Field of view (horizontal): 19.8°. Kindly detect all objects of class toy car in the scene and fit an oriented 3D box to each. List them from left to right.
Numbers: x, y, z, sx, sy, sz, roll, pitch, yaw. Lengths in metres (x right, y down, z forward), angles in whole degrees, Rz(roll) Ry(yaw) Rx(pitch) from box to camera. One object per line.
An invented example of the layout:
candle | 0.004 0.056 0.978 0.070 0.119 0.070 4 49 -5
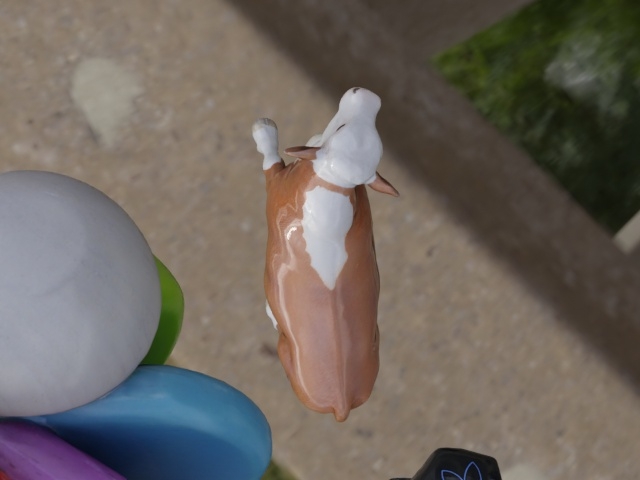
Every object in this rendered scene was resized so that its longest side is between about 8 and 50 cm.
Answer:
toy car | -0.090 0.083 0.535 0.136 0.182 0.159 38 150 17

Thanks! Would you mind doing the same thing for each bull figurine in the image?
bull figurine | 0.000 0.000 1.560 0.101 0.188 0.310 -4 118 -10

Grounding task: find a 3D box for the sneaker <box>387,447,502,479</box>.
sneaker | 0.024 0.158 0.801 0.081 0.090 0.232 16 155 -17
